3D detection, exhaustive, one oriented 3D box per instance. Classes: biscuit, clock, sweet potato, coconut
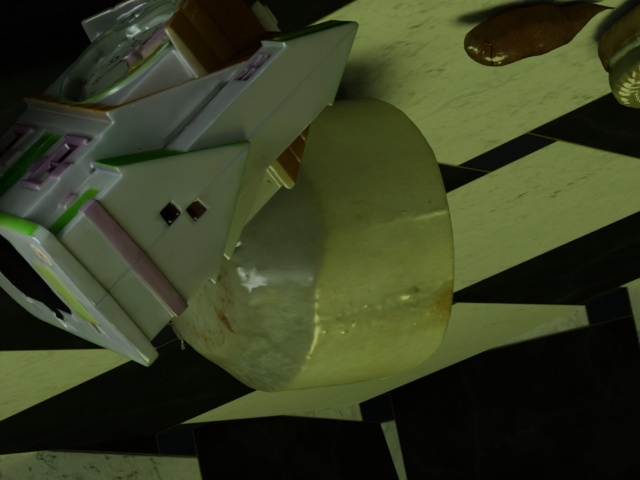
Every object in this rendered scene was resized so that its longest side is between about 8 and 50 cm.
[{"bbox_3d":[0.418,-0.220,1.869,0.259,0.079,0.259,-18,167,-4],"label":"biscuit"},{"bbox_3d":[-0.123,-0.081,1.348,0.309,0.166,0.235,-47,-152,-18],"label":"clock"},{"bbox_3d":[0.218,-0.208,1.718,0.195,0.056,0.056,-17,168,-33],"label":"sweet potato"},{"bbox_3d":[0.000,0.000,1.758,0.323,0.323,0.323,-18,167,-4],"label":"coconut"}]
